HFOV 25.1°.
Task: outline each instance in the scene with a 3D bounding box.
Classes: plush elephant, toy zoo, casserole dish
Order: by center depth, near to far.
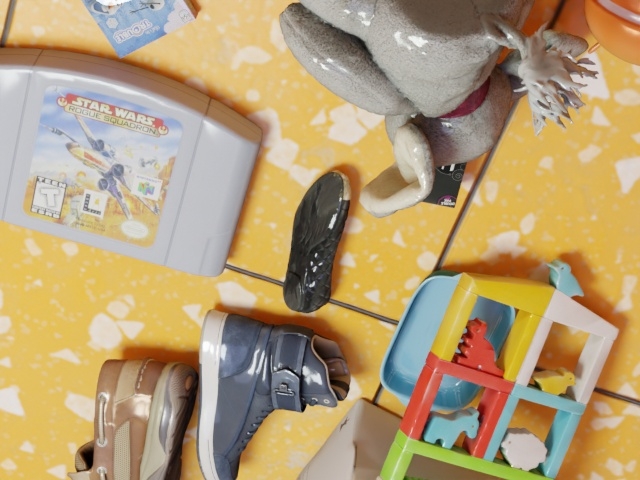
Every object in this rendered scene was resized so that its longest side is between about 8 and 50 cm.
[{"bbox_3d":[0.097,-0.175,1.287,0.330,0.272,0.255,50,160,16],"label":"plush elephant"},{"bbox_3d":[0.195,0.155,1.510,0.192,0.030,0.293,18,97,-24],"label":"toy zoo"},{"bbox_3d":[0.136,0.105,1.554,0.114,0.037,0.188,18,121,-6],"label":"casserole dish"}]

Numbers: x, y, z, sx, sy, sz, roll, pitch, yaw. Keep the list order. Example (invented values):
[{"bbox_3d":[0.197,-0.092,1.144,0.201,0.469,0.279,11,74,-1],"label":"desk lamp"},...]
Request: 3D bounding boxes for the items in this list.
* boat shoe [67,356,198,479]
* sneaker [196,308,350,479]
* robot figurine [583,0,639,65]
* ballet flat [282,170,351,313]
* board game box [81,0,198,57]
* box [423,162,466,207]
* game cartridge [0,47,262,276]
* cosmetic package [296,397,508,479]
[{"bbox_3d":[-0.225,0.266,1.645,0.116,0.123,0.324,16,115,4],"label":"boat shoe"},{"bbox_3d":[-0.052,0.189,1.592,0.163,0.086,0.226,7,120,4],"label":"sneaker"},{"bbox_3d":[0.308,-0.248,1.276,0.158,0.128,0.219,5,122,-17],"label":"robot figurine"},{"bbox_3d":[0.000,0.000,1.507,0.057,0.049,0.173,40,127,34],"label":"ballet flat"},{"bbox_3d":[-0.180,-0.234,1.390,0.090,0.020,0.090,-25,117,18],"label":"board game box"},{"bbox_3d":[0.115,-0.084,1.433,0.062,0.052,0.083,12,122,-1],"label":"box"},{"bbox_3d":[-0.219,-0.086,1.465,0.297,0.062,0.198,15,125,-4],"label":"game cartridge"},{"bbox_3d":[0.161,0.366,1.606,0.385,0.217,0.156,28,119,-10],"label":"cosmetic package"}]
